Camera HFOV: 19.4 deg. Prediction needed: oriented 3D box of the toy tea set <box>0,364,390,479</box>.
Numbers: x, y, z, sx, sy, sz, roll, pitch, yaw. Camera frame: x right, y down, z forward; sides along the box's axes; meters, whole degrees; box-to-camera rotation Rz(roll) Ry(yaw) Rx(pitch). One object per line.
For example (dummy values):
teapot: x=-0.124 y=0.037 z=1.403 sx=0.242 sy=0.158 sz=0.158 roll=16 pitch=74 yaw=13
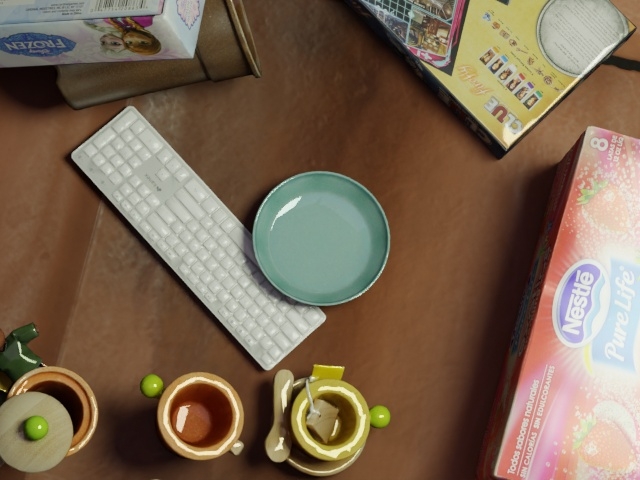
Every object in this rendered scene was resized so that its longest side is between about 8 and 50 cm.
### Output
toy tea set: x=-0.096 y=0.188 z=1.498 sx=0.336 sy=0.124 sz=0.200 roll=4 pitch=76 yaw=-15

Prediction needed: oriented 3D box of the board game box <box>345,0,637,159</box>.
board game box: x=0.134 y=-0.215 z=1.651 sx=0.165 sy=0.042 sz=0.243 roll=-43 pitch=85 yaw=-8

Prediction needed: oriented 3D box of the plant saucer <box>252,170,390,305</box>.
plant saucer: x=0.000 y=0.000 z=1.616 sx=0.119 sy=0.021 sz=0.119 roll=1 pitch=77 yaw=-6

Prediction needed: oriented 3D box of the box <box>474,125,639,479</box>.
box: x=0.238 y=0.075 z=1.553 sx=0.142 sy=0.154 sz=0.300 roll=16 pitch=82 yaw=1

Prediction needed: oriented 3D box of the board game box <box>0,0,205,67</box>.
board game box: x=-0.229 y=-0.291 z=1.540 sx=0.318 sy=0.066 sz=0.318 roll=0 pitch=63 yaw=21

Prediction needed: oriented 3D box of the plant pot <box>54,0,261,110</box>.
plant pot: x=-0.152 y=-0.192 z=1.584 sx=0.165 sy=0.167 sz=0.167 roll=-18 pitch=82 yaw=3

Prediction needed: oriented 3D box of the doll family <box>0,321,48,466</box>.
doll family: x=-0.306 y=0.142 z=1.556 sx=0.111 sy=0.076 sz=0.193 roll=46 pitch=76 yaw=-14

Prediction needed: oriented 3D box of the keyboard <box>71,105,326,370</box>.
keyboard: x=-0.106 y=-0.003 z=1.621 sx=0.072 sy=0.014 sz=0.256 roll=-42 pitch=85 yaw=-8
